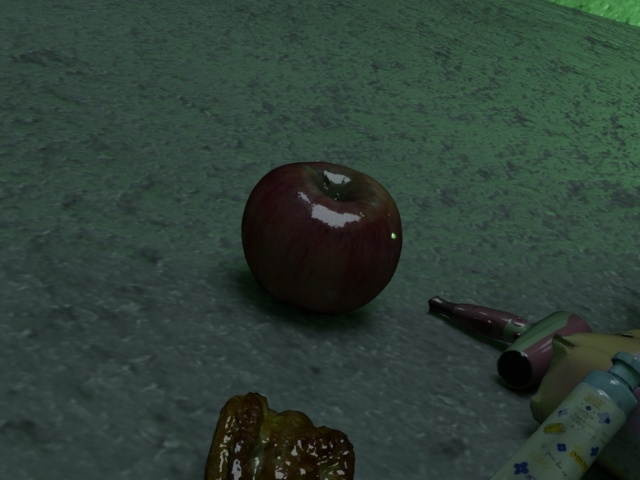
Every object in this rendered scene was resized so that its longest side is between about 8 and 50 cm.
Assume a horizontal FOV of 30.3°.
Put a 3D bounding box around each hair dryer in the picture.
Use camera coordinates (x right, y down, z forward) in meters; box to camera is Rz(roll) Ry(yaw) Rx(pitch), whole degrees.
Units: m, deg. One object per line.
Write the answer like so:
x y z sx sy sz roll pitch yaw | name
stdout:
0.165 0.086 1.103 0.154 0.054 0.106 21 26 41 | hair dryer

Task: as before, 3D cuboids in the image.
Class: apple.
0.000 0.000 1.094 0.153 0.120 0.153 15 27 -8 | apple

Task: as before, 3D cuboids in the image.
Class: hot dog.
-0.030 0.153 0.789 0.099 0.065 0.147 24 20 -3 | hot dog

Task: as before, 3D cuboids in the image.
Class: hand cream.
0.175 0.149 0.854 0.170 0.043 0.065 -44 50 -17 | hand cream

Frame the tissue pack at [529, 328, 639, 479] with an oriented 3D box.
0.327 0.155 0.928 0.215 0.123 0.256 -1 18 -33 | tissue pack
